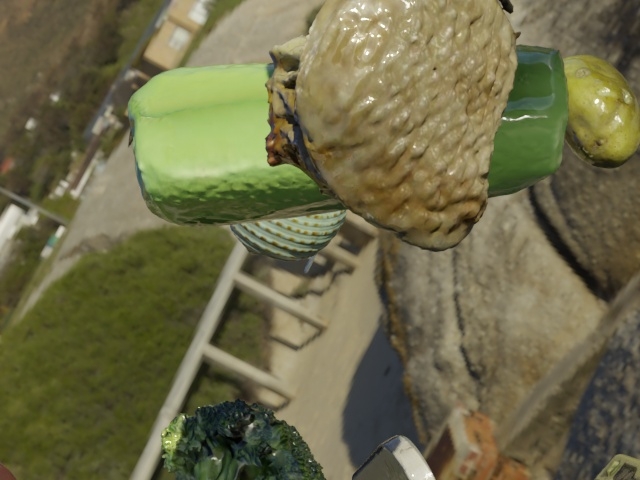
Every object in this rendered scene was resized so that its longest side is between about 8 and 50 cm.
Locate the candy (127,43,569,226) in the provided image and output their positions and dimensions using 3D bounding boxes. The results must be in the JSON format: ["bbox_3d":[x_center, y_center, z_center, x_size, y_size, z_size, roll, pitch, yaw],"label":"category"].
[{"bbox_3d":[0.020,-0.088,0.856,0.142,0.343,0.132,78,-173,-63],"label":"candy"}]

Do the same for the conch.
[{"bbox_3d":[-0.061,-0.038,1.750,0.131,0.172,0.200,-52,-3,-42],"label":"conch"}]

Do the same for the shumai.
[{"bbox_3d":[0.028,-0.075,0.562,0.116,0.145,0.146,16,77,56],"label":"shumai"}]

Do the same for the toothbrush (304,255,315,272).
[{"bbox_3d":[0.000,0.000,1.932,0.131,0.013,0.011,-64,17,11],"label":"toothbrush"}]

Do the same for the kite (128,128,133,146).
[{"bbox_3d":[-0.306,-0.229,1.906,0.153,0.005,0.137,-59,1,14],"label":"kite"}]

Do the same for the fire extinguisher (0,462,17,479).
[{"bbox_3d":[-0.359,0.262,0.782,0.102,0.138,0.344,-55,-20,24],"label":"fire extinguisher"}]

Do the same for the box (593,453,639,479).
[{"bbox_3d":[0.290,0.211,0.681,0.045,0.210,0.270,-57,-4,-4],"label":"box"}]

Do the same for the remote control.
[{"bbox_3d":[0.063,0.220,0.932,0.022,0.077,0.245,-26,-16,-15],"label":"remote control"}]

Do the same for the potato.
[{"bbox_3d":[0.493,-0.236,1.950,0.148,0.197,0.228,-23,17,17],"label":"potato"}]

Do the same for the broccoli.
[{"bbox_3d":[-0.103,0.312,1.462,0.176,0.226,0.198,-97,25,-51],"label":"broccoli"}]
